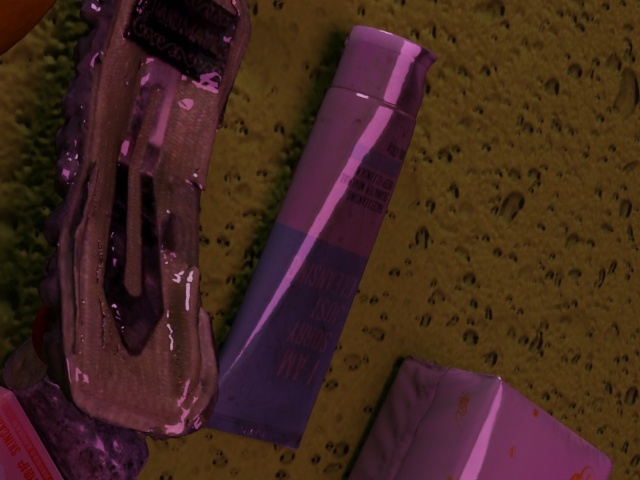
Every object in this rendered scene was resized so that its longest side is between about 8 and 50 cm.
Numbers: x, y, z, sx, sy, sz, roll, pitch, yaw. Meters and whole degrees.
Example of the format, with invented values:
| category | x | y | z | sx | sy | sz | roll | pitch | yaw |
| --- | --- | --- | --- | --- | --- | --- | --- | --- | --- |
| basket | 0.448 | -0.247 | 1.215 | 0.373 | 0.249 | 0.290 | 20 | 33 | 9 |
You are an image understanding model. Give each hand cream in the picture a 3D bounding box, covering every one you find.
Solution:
| category | x | y | z | sx | sy | sz | roll | pitch | yaw |
| --- | --- | --- | --- | --- | --- | --- | --- | --- | --- |
| hand cream | 0.000 | 0.000 | 1.086 | 0.111 | 0.070 | 0.312 | 19 | 89 | -44 |

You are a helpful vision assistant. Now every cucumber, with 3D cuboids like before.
| category | x | y | z | sx | sy | sz | roll | pitch | yaw |
| --- | --- | --- | --- | --- | --- | --- | --- | --- | --- |
| cucumber | -0.158 | 0.112 | 0.969 | 0.064 | 0.064 | 0.112 | -41 | 121 | -28 |

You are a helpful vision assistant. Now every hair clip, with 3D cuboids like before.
| category | x | y | z | sx | sy | sz | roll | pitch | yaw |
| --- | --- | --- | --- | --- | --- | --- | --- | --- | --- |
| hair clip | -0.123 | -0.035 | 0.946 | 0.138 | 0.091 | 0.321 | 24 | 62 | -40 |

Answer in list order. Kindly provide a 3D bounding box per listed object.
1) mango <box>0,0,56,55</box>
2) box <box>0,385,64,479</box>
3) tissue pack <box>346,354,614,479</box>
| category | x | y | z | sx | sy | sz | roll | pitch | yaw |
| --- | --- | --- | --- | --- | --- | --- | --- | --- | --- |
| mango | -0.268 | -0.151 | 0.708 | 0.332 | 0.142 | 0.195 | -13 | 98 | -1 |
| box | -0.212 | 0.162 | 0.945 | 0.089 | 0.043 | 0.125 | -40 | 121 | -28 |
| tissue pack | 0.111 | 0.234 | 1.183 | 0.185 | 0.124 | 0.225 | 36 | 74 | -37 |
